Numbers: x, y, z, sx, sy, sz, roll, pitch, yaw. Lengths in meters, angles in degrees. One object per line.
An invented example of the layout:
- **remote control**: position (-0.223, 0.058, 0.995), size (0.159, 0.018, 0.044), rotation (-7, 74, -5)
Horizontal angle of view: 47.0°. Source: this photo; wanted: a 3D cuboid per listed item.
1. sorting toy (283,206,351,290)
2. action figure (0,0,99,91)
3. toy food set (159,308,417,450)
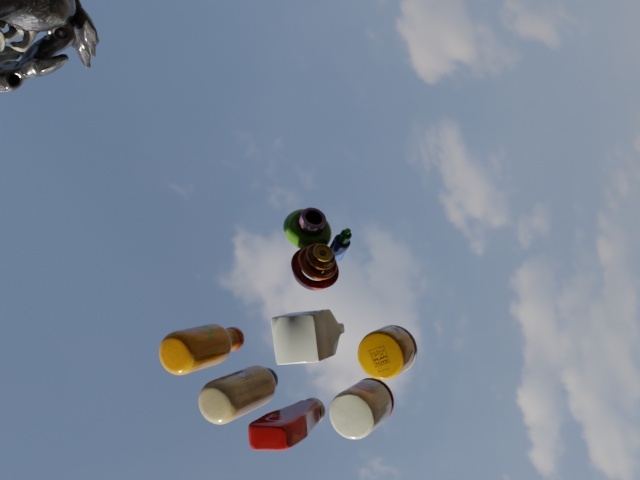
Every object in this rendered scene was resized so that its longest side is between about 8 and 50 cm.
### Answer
- **sorting toy**: position (0.000, 0.000, 0.721), size (0.061, 0.042, 0.102), rotation (5, -128, -19)
- **action figure**: position (-0.235, -0.134, 0.428), size (0.276, 0.140, 0.164), rotation (-66, -26, -43)
- **toy food set**: position (-0.017, 0.118, 0.654), size (0.104, 0.232, 0.111), rotation (-5, -94, -66)
